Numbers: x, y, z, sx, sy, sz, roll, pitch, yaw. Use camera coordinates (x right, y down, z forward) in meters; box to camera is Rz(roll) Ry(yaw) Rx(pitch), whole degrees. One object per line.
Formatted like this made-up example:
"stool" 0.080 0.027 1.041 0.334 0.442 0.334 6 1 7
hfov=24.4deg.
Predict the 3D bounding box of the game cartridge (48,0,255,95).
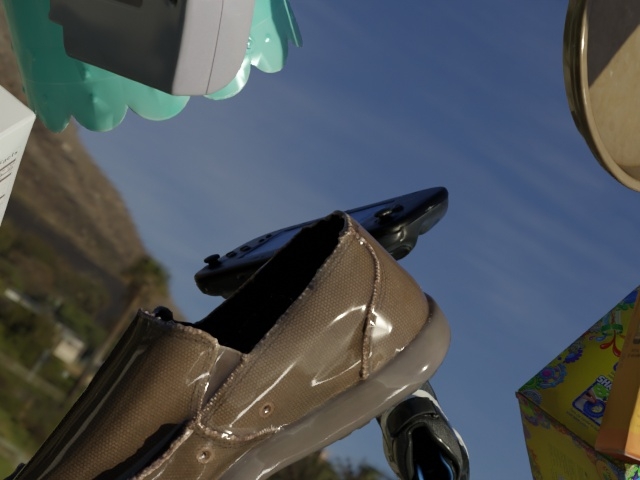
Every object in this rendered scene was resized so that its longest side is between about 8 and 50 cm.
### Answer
"game cartridge" -0.103 -0.244 0.882 0.062 0.297 0.198 -12 23 -38

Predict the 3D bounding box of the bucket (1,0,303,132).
"bucket" -0.169 -0.235 1.360 0.281 0.281 0.183 15 -51 50

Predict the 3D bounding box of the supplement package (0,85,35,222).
"supplement package" -0.398 -0.034 1.223 0.199 0.198 0.262 39 -45 10

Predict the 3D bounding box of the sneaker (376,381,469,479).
"sneaker" 0.106 0.224 1.458 0.121 0.079 0.217 -111 174 -48

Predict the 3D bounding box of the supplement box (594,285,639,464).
"supplement box" 0.371 0.127 1.600 0.080 0.233 0.078 17 -8 -12

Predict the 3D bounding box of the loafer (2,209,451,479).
"loafer" -0.096 0.099 0.891 0.134 0.366 0.130 16 -44 60

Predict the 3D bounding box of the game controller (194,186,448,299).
"game controller" 0.000 0.000 1.756 0.319 0.166 0.067 -14 -70 37

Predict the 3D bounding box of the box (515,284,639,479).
"box" 0.411 0.228 1.814 0.177 0.279 0.290 37 -23 38

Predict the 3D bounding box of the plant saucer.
"plant saucer" 0.304 -0.182 1.350 0.041 0.277 0.278 12 -24 43
